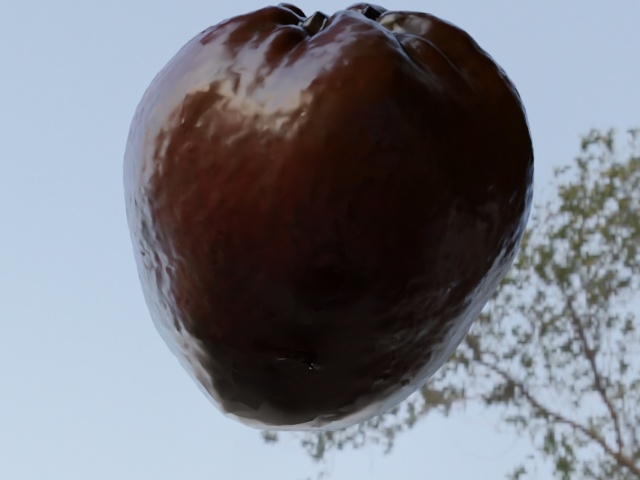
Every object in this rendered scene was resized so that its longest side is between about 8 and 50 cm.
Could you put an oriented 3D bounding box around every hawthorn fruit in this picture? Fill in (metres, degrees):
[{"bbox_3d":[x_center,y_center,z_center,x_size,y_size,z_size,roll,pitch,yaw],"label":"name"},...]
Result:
[{"bbox_3d":[0.000,0.000,0.677,0.224,0.224,0.261,8,-71,3],"label":"hawthorn fruit"}]
